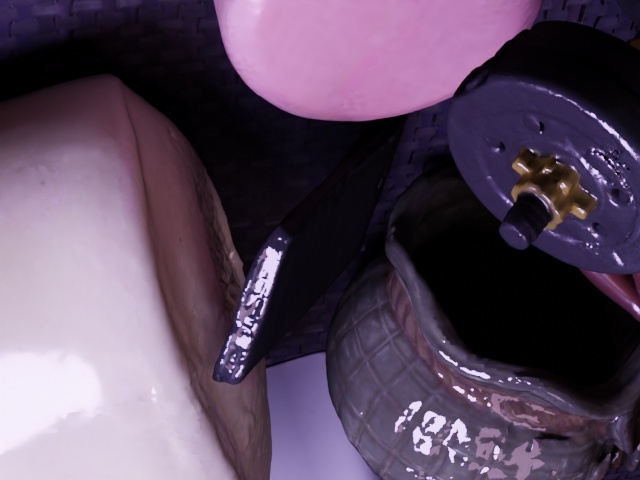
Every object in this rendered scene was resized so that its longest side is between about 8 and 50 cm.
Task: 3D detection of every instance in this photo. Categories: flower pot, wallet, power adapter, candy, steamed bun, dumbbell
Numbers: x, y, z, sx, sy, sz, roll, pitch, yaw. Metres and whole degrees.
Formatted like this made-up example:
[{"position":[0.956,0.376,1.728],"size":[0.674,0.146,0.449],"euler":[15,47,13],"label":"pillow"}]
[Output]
[{"position":[0.164,0.093,1.608],"size":[0.302,0.301,0.213],"euler":[2,138,-22],"label":"flower pot"},{"position":[-0.001,0.000,1.443],"size":[0.030,0.285,0.146],"euler":[27,119,10],"label":"wallet"},{"position":[-0.021,0.250,1.765],"size":[0.187,0.255,0.124],"euler":[-17,141,2],"label":"power adapter"},{"position":[0.035,-0.192,1.344],"size":[0.255,0.094,0.255],"euler":[-10,144,-7],"label":"candy"},{"position":[-0.233,0.113,1.479],"size":[0.371,0.290,0.456],"euler":[-18,143,5],"label":"steamed bun"},{"position":[0.235,-0.134,1.307],"size":[0.388,0.185,0.185],"euler":[-50,155,-28],"label":"dumbbell"}]

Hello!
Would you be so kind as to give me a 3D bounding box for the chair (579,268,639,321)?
[{"position":[0.387,-0.007,1.532],"size":[0.401,0.226,0.226],"euler":[7,139,-46],"label":"chair"}]
